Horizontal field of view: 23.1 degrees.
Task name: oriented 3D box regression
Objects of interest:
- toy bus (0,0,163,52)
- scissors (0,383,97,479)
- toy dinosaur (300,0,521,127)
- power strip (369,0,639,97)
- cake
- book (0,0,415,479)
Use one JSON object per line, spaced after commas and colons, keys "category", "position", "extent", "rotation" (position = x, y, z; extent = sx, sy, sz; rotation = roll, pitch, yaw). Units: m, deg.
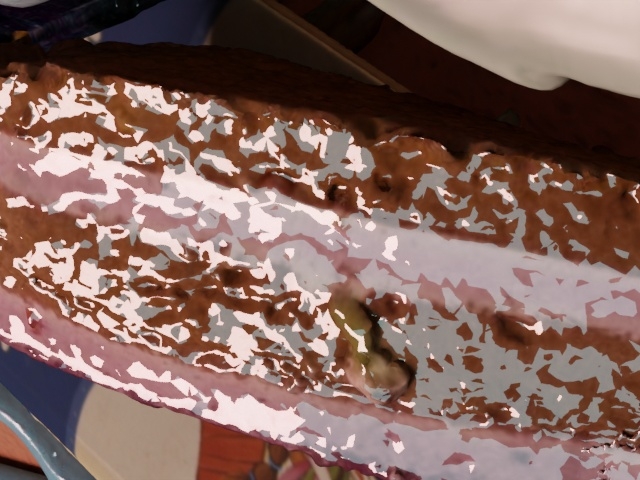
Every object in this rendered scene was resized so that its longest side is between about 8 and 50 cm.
{"category": "toy bus", "position": [-0.200, -0.166, 0.467], "extent": [0.162, 0.323, 0.194], "rotation": [-12, 76, 46]}
{"category": "scissors", "position": [-0.057, 0.182, 0.887], "extent": [0.447, 0.029, 0.193], "rotation": [10, 130, 35]}
{"category": "toy dinosaur", "position": [-0.005, 0.008, 0.658], "extent": [0.327, 0.113, 0.207], "rotation": [-25, 81, 38]}
{"category": "power strip", "position": [0.099, -0.209, 0.313], "extent": [0.357, 0.161, 0.357], "rotation": [23, 135, 25]}
{"category": "cake", "position": [0.015, 0.007, 0.504], "extent": [0.295, 0.113, 0.116], "rotation": [18, 110, 23]}
{"category": "book", "position": [-0.044, 0.016, 0.609], "extent": [0.322, 0.018, 0.228], "rotation": [37, 118, 30]}
